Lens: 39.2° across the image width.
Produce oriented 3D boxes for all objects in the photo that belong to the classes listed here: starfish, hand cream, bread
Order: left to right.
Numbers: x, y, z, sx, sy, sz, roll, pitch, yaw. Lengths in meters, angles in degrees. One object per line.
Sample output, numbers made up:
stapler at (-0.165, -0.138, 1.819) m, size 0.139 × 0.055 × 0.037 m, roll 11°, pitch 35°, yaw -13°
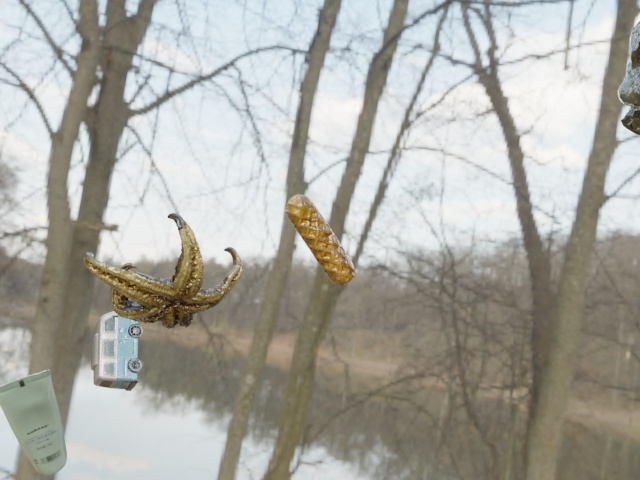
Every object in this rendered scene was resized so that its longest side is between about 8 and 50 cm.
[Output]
hand cream at (-0.576, 0.377, 1.832) m, size 0.109 × 0.067 × 0.321 m, roll -18°, pitch -39°, yaw -18°
starfish at (-0.187, 0.041, 1.080) m, size 0.190 × 0.074 × 0.146 m, roll 20°, pitch -55°, yaw -45°
bread at (0.000, 0.000, 1.328) m, size 0.044 × 0.157 × 0.052 m, roll -33°, pitch 15°, yaw 4°

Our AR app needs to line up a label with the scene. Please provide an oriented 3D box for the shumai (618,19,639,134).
shumai at (0.287, -0.101, 0.665) m, size 0.218 × 0.184 × 0.185 m, roll -22°, pitch 11°, yaw -31°

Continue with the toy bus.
toy bus at (-0.324, 0.171, 1.424) m, size 0.075 × 0.123 × 0.060 m, roll 6°, pitch -27°, yaw -23°
